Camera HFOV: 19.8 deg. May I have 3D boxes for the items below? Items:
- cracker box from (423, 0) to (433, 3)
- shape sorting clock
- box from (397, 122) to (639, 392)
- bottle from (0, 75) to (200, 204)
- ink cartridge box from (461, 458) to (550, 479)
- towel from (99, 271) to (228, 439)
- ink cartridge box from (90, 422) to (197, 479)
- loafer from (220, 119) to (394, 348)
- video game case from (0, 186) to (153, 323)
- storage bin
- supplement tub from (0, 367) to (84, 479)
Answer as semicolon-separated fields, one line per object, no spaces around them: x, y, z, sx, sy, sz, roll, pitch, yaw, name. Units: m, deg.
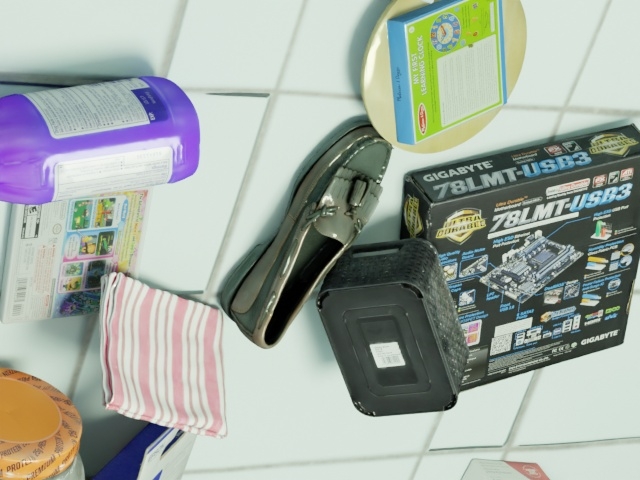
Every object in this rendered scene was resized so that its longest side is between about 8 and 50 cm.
0.041;-0.328;1.721;0.232;0.067;0.155;12;118;-36;cracker box
0.128;-0.187;1.895;0.206;0.040;0.206;-19;124;-31;shape sorting clock
0.230;0.028;2.108;0.296;0.073;0.293;-14;129;-20;box
-0.256;-0.086;1.693;0.283;0.118;0.092;-11;121;-25;bottle
0.268;0.363;2.302;0.115;0.198;0.067;8;120;-35;ink cartridge box
-0.156;0.120;1.889;0.029;0.144;0.197;-16;156;32;towel
-0.222;0.323;2.006;0.176;0.069;0.371;-44;160;-60;ink cartridge box
0.000;0.000;1.938;0.096;0.084;0.267;23;110;-41;loafer
-0.246;0.010;1.846;0.143;0.019;0.157;-6;126;-28;video game case
0.081;0.097;2.007;0.122;0.084;0.180;-7;123;21;storage bin
-0.356;0.299;1.882;0.194;0.193;0.316;1;124;-31;supplement tub
